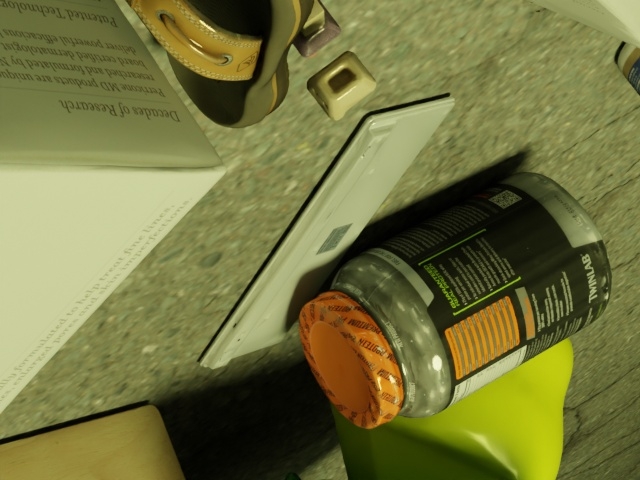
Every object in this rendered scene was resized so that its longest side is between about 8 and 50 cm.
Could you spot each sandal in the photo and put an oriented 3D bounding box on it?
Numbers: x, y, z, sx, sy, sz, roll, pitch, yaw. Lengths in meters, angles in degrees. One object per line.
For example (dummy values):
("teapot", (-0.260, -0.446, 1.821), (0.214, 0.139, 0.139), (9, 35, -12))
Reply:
("sandal", (-0.052, -0.099, 0.670), (0.060, 0.090, 0.219), (-32, 167, -15))

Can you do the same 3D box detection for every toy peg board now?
("toy peg board", (-0.157, 0.206, 1.099), (0.161, 0.161, 0.079), (-11, 165, -47))

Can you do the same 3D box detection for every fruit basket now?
("fruit basket", (0.046, 0.193, 1.249), (0.283, 0.392, 0.392), (3, 145, -19))

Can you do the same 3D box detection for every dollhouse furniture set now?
("dollhouse furniture set", (0.024, -0.118, 0.763), (0.114, 0.091, 0.081), (-37, 175, -2))

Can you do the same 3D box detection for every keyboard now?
("keyboard", (0.000, 0.000, 1.076), (0.072, 0.014, 0.256), (-23, 158, -42))

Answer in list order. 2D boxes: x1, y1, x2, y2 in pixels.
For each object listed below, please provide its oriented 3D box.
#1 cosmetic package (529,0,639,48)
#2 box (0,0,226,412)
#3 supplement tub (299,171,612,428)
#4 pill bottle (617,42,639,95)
("cosmetic package", (0.104, -0.165, 0.706), (0.231, 0.085, 0.117), (15, 102, -64))
("box", (-0.168, -0.013, 0.626), (0.181, 0.119, 0.182), (-45, 158, 27))
("supplement tub", (0.088, 0.041, 1.142), (0.190, 0.117, 0.117), (-26, 158, -25))
("pill bottle", (0.249, -0.089, 1.100), (0.067, 0.120, 0.067), (-31, 160, -13))
